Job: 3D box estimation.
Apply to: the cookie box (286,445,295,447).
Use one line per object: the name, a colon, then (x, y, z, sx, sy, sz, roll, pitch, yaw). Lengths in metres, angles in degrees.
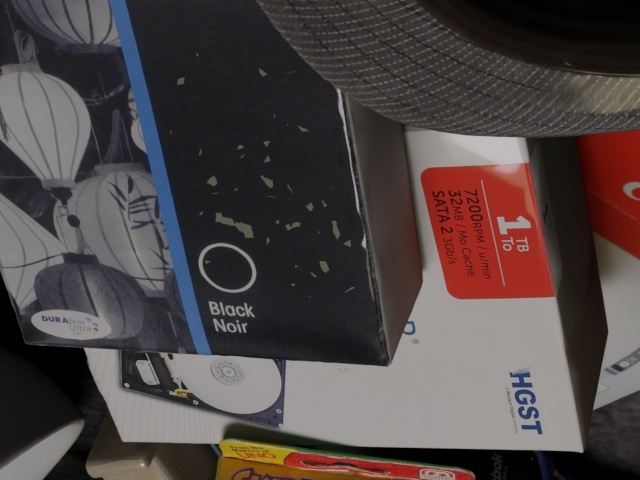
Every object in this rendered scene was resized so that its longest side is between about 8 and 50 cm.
cookie box: (-0.058, 0.172, 1.070, 0.092, 0.040, 0.107, 15, 146, 0)

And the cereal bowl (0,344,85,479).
cereal bowl: (-0.312, 0.172, 0.944, 0.141, 0.339, 0.339, 47, 145, 6)

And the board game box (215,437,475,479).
board game box: (0.017, 0.169, 0.828, 0.124, 0.039, 0.259, 6, 149, 7)

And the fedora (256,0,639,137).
fedora: (0.107, -0.151, 0.456, 0.275, 0.124, 0.243, -16, 140, 25)

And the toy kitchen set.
toy kitchen set: (-0.138, 0.159, 0.996, 0.207, 0.122, 0.166, -13, 124, 28)

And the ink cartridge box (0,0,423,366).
ink cartridge box: (-0.066, -0.101, 0.556, 0.165, 0.065, 0.332, 2, 126, 19)

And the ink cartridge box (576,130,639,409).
ink cartridge box: (0.140, 0.019, 0.774, 0.145, 0.045, 0.179, 29, 146, -23)

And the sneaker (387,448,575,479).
sneaker: (0.145, 0.196, 0.958, 0.316, 0.127, 0.182, 6, 148, 14)

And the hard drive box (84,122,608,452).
hard drive box: (0.000, 0.000, 0.710, 0.232, 0.089, 0.181, -3, 126, 21)
